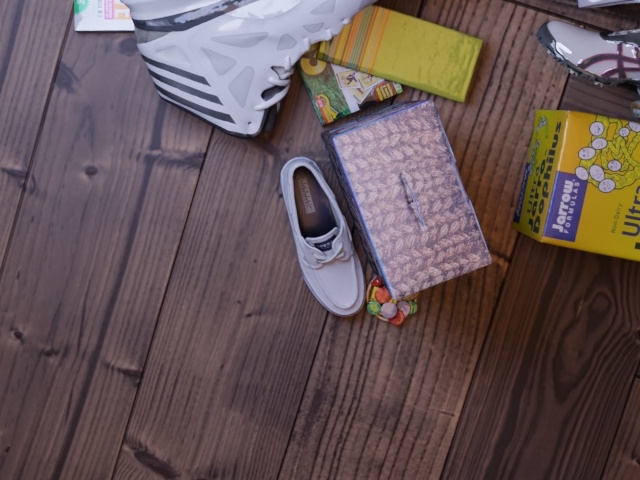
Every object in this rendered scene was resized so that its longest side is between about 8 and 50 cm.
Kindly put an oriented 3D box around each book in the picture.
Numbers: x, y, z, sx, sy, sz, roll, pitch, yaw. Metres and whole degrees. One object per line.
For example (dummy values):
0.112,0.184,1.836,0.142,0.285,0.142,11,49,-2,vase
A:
-0.291,-0.357,1.679,0.144,0.035,0.096,-1,93,-2,book

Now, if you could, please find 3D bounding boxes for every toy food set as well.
0.112,0.088,1.755,0.083,0.020,0.082,13,96,-5,toy food set

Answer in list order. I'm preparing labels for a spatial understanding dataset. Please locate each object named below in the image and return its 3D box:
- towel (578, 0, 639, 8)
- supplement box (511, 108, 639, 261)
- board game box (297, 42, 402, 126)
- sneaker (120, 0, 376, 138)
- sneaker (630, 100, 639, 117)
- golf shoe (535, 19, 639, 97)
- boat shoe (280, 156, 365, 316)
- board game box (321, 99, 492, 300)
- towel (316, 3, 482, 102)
0.511,-0.495,1.585,0.332,0.053,0.317,0,102,27,towel
0.491,-0.068,1.671,0.356,0.195,0.194,10,96,-4,supplement box
0.013,-0.317,1.700,0.136,0.030,0.259,-24,97,2,board game box
-0.041,-0.297,1.627,0.447,0.169,0.257,-9,121,7,sneaker
0.505,-0.197,1.714,0.037,0.083,0.032,-16,119,-11,sneaker
0.455,-0.276,1.662,0.273,0.105,0.120,27,120,8,golf shoe
0.000,0.000,1.707,0.095,0.084,0.258,-24,97,0,boat shoe
0.113,-0.067,1.602,0.141,0.291,0.232,-21,97,-1,board game box
0.117,-0.287,1.689,0.237,0.021,0.102,16,99,-8,towel
